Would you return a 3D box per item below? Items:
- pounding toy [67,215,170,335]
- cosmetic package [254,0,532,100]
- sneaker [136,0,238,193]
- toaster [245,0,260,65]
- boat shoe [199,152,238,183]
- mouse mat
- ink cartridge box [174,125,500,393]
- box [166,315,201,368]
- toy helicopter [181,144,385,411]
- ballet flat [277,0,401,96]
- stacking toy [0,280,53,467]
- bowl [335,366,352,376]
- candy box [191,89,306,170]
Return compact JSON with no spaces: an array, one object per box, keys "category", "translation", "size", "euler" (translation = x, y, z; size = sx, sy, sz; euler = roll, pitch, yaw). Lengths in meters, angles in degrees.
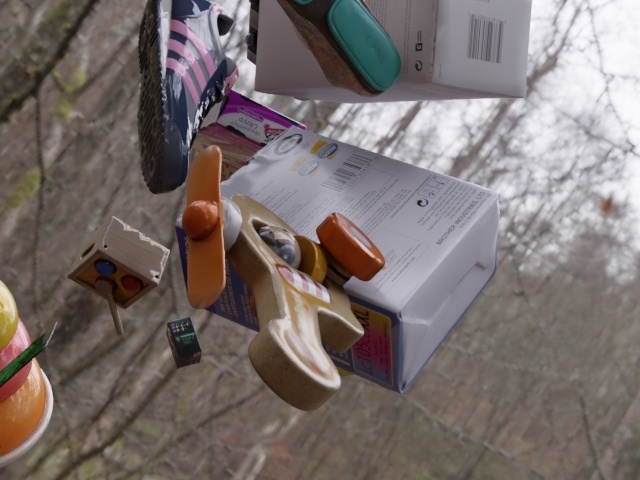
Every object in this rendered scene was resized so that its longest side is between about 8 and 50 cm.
[{"category":"pounding toy","translation":[-0.324,0.059,1.551],"size":[0.130,0.100,0.141],"euler":[33,-43,-23]},{"category":"cosmetic package","translation":[0.090,-0.275,1.370],"size":[0.196,0.155,0.365],"euler":[-1,6,-42]},{"category":"sneaker","translation":[-0.163,-0.197,1.260],"size":[0.131,0.319,0.112],"euler":[10,-30,-25]},{"category":"toaster","translation":[-0.039,-0.396,1.729],"size":[0.110,0.185,0.168],"euler":[38,-47,40]},{"category":"boat shoe","translation":[-0.179,-0.140,1.970],"size":[0.089,0.105,0.285],"euler":[-8,-59,24]},{"category":"mouse mat","translation":[-0.466,0.191,1.487],"size":[0.007,0.152,0.189],"euler":[49,-4,-10]},{"category":"ink cartridge box","translation":[0.000,0.000,1.275],"size":[0.395,0.270,0.151],"euler":[22,-45,26]},{"category":"box","translation":[-0.282,0.210,2.010],"size":[0.062,0.052,0.083],"euler":[107,-36,-56]},{"category":"toy helicopter","translation":[-0.046,0.041,0.941],"size":[0.235,0.140,0.355],"euler":[42,12,-19]},{"category":"ballet flat","translation":[-0.018,-0.289,1.127],"size":[0.106,0.107,0.316],"euler":[18,-30,47]},{"category":"stacking toy","translation":[-0.653,0.162,1.779],"size":[0.350,0.350,0.480],"euler":[31,-52,20]},{"category":"bowl","translation":[0.032,0.101,1.891],"size":[0.289,0.289,0.156],"euler":[34,-30,12]},{"category":"candy box","translation":[-0.147,-0.190,1.747],"size":[0.159,0.071,0.233],"euler":[24,-11,-21]}]
